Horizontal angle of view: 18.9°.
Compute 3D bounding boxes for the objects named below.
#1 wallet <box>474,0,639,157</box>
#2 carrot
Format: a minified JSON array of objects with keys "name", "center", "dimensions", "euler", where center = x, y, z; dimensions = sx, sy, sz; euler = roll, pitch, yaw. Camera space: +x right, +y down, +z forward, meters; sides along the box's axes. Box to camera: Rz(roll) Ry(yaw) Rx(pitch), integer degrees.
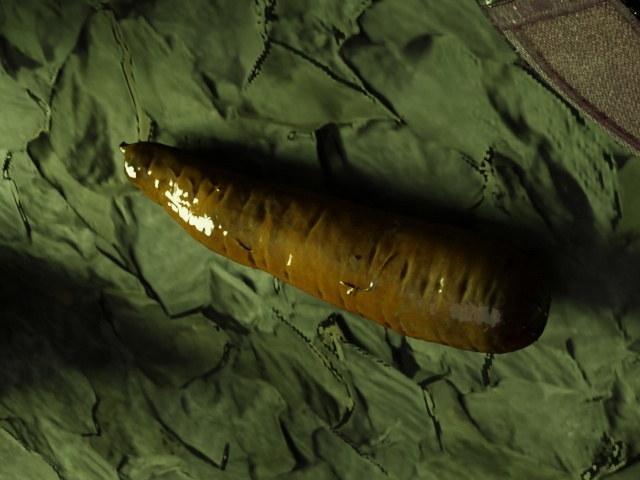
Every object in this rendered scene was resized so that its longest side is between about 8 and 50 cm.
[{"name":"wallet","center":[0.117,-0.069,0.737],"dimensions":[0.111,0.030,0.166],"euler":[46,175,-7]},{"name":"carrot","center":[0.000,0.000,0.933],"dimensions":[0.248,0.059,0.059],"euler":[19,136,25]}]
